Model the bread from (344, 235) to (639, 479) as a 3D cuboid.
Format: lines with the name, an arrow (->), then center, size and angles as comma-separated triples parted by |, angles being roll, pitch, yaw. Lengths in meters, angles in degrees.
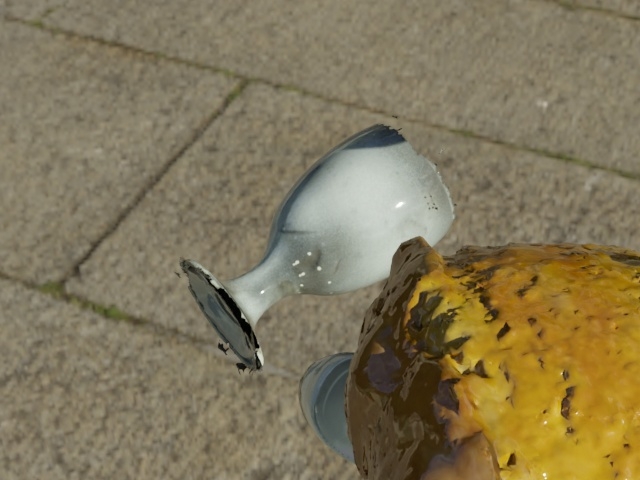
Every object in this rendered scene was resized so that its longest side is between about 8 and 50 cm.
bread -> 0.134, 0.187, 0.744 | 0.215, 0.398, 0.398 | -11, 41, 2

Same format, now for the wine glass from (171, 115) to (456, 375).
wine glass -> 0.001, 0.004, 1.479 | 0.357, 0.190, 0.190 | -38, 52, -17

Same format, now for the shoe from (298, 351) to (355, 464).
shoe -> 0.135, 0.208, 1.126 | 0.363, 0.132, 0.160 | 26, -5, -13
